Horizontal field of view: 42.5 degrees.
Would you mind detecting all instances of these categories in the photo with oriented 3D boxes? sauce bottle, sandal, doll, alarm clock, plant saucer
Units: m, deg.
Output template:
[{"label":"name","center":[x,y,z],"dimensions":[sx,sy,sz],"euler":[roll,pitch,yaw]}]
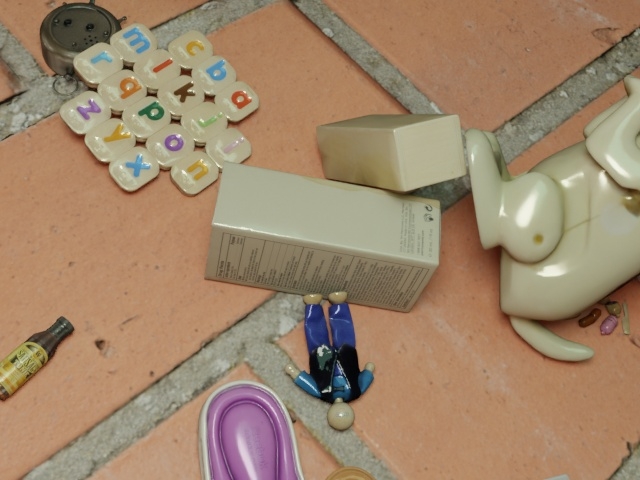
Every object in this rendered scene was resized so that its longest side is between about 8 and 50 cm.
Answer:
[{"label":"sauce bottle","center":[-0.376,0.149,1.066],"dimensions":[0.042,0.042,0.128],"euler":[37,61,10]},{"label":"sandal","center":[-0.056,0.358,0.978],"dimensions":[0.169,0.102,0.416],"euler":[-16,65,-20]},{"label":"doll","center":[0.013,0.168,1.136],"dimensions":[0.129,0.046,0.189],"euler":[-3,67,-15]},{"label":"alarm clock","center":[-0.387,-0.308,1.319],"dimensions":[0.129,0.064,0.192],"euler":[11,62,-6]},{"label":"plant saucer","center":[0.041,0.334,1.065],"dimensions":[0.083,0.013,0.084],"euler":[5,59,-8]}]

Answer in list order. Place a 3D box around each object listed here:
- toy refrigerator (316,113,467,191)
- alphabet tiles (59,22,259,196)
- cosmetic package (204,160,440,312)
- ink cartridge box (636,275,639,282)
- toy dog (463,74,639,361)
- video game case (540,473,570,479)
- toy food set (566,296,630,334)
[{"label":"toy refrigerator","center":[0.095,-0.130,1.202],"dimensions":[0.102,0.269,0.094],"euler":[-16,104,-20]},{"label":"alphabet tiles","center":[-0.245,-0.205,1.281],"dimensions":[0.278,0.021,0.284],"euler":[-40,86,-27]},{"label":"cosmetic package","center":[0.000,0.000,1.165],"dimensions":[0.309,0.160,0.113],"euler":[11,58,-7]},{"label":"ink cartridge box","center":[0.577,-0.037,1.334],"dimensions":[0.197,0.114,0.273],"euler":[-23,67,-22]},{"label":"toy dog","center":[0.432,-0.039,1.135],"dimensions":[0.407,0.284,0.396],"euler":[-10,85,17]},{"label":"video game case","center":[0.265,0.414,1.062],"dimensions":[0.201,0.023,0.184],"euler":[-8,62,-17]},{"label":"toy food set","center":[0.423,0.108,1.273],"dimensions":[0.122,0.019,0.078],"euler":[10,59,-6]}]
